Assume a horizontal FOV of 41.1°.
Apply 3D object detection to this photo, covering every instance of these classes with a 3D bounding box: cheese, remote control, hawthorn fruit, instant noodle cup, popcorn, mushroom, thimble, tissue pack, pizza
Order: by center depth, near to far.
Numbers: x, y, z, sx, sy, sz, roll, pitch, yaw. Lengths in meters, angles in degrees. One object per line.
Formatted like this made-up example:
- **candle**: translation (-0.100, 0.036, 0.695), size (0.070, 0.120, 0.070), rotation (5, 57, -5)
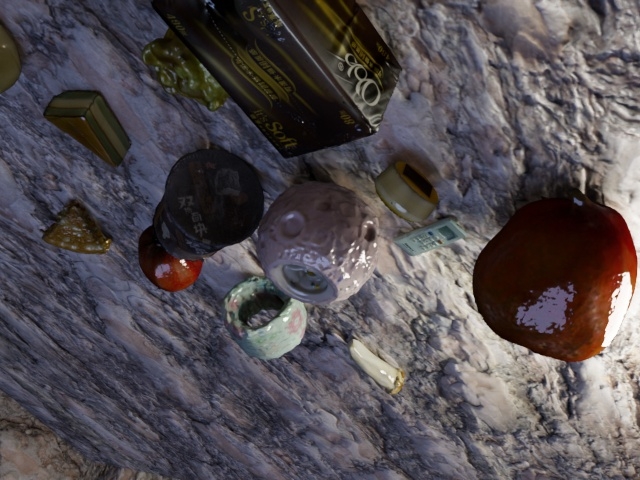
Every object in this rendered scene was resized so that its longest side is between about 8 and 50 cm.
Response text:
- **tissue pack**: translation (-0.054, -0.319, 1.330), size (0.210, 0.198, 0.370), rotation (-12, 136, 36)
- **popcorn**: translation (-0.196, -0.309, 1.465), size (0.197, 0.155, 0.197), rotation (18, 147, 12)
- **hawthorn fruit**: translation (0.441, 0.068, 1.566), size (0.295, 0.295, 0.311), rotation (35, 122, -20)
- **cheese**: translation (-0.724, -0.386, 1.719), size (0.214, 0.117, 0.226), rotation (0, 137, 37)
- **remote control**: translation (0.227, -0.009, 1.789), size (0.061, 0.029, 0.162), rotation (38, 140, -28)
- **instant noodle cup**: translation (-0.254, -0.061, 1.840), size (0.217, 0.217, 0.207), rotation (30, 154, -14)
- **hawthorn fruit**: translation (-0.365, 0.045, 2.109), size (0.169, 0.169, 0.188), rotation (11, 150, 17)
- **thimble**: translation (-0.137, 0.192, 2.176), size (0.211, 0.185, 0.149), rotation (-20, 142, 0)
- **pizza**: translation (-0.639, -0.042, 2.231), size (0.188, 0.062, 0.199), rotation (12, 143, -8)
- **mushroom**: translation (0.145, 0.342, 2.322), size (0.209, 0.084, 0.071), rotation (40, 123, -21)

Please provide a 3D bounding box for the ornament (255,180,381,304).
- **ornament**: translation (0.000, 0.000, 1.749), size (0.259, 0.225, 0.259), rotation (16, 148, 11)

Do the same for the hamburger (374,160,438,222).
- **hamburger**: translation (0.160, -0.090, 1.621), size (0.126, 0.141, 0.081), rotation (33, 118, -22)

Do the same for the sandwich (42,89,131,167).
- **sandwich**: translation (-0.498, -0.238, 1.832), size (0.113, 0.079, 0.163), rotation (7, 147, 25)
